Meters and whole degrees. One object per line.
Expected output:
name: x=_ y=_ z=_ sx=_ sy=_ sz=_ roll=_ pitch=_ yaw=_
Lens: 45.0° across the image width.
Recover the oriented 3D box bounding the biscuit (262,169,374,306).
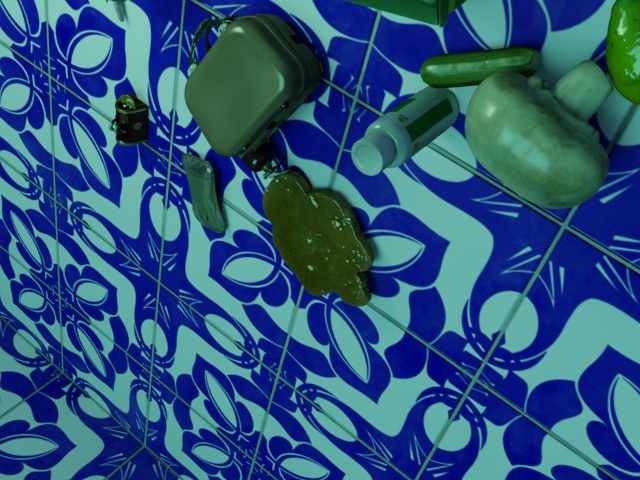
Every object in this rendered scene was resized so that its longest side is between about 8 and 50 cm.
biscuit: x=0.003 y=-0.002 z=1.855 sx=0.376 sy=0.051 sz=0.269 roll=55 pitch=137 yaw=1

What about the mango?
mango: x=0.489 y=-0.291 z=1.175 sx=0.119 sy=0.100 sz=0.179 roll=-7 pitch=105 yaw=47

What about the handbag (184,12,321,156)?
handbag: x=-0.171 y=-0.359 z=1.665 sx=0.283 sy=0.149 sz=0.302 roll=53 pitch=132 yaw=4

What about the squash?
squash: x=0.280 y=-0.308 z=1.377 sx=0.228 sy=0.066 sz=0.066 roll=4 pitch=120 yaw=40

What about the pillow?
pillow: x=-0.315 y=-0.126 z=2.070 sx=0.130 sy=0.038 sz=0.233 roll=24 pitch=134 yaw=33

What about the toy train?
toy train: x=0.135 y=-0.470 z=1.294 sx=0.300 sy=0.202 sz=0.120 roll=25 pitch=137 yaw=27

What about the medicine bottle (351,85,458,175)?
medicine bottle: x=0.156 y=-0.202 z=1.417 sx=0.095 sy=0.260 sz=0.095 roll=21 pitch=129 yaw=29

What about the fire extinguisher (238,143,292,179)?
fire extinguisher: x=-0.160 y=-0.232 z=1.823 sx=0.231 sy=0.071 sz=0.099 roll=48 pitch=113 yaw=11

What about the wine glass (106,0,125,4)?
wine glass: x=-0.449 y=-0.656 z=1.738 sx=0.164 sy=0.164 sz=0.197 roll=-19 pitch=96 yaw=48

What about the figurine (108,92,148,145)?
figurine: x=-0.525 y=-0.328 z=2.075 sx=0.082 sy=0.098 sz=0.154 roll=36 pitch=139 yaw=23

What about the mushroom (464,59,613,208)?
mushroom: x=0.377 y=-0.186 z=1.258 sx=0.234 sy=0.260 sz=0.254 roll=-51 pitch=45 yaw=25

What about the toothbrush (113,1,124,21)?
toothbrush: x=-0.512 y=-0.682 z=1.865 sx=0.029 sy=0.025 sz=0.307 roll=10 pitch=124 yaw=28
